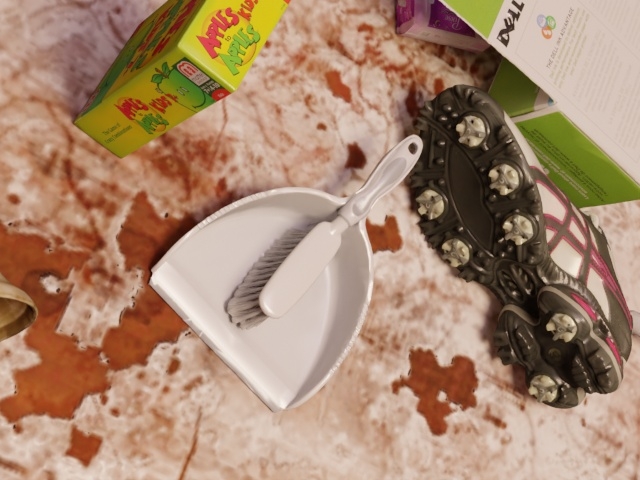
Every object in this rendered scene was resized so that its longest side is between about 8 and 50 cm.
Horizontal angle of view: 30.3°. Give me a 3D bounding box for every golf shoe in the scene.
[{"bbox_3d":[0.162,-0.004,0.932,0.120,0.105,0.273,-39,106,-47],"label":"golf shoe"}]

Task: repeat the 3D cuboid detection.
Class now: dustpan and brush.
[{"bbox_3d":[0.000,0.000,0.844,0.147,0.060,0.211,48,62,-15],"label":"dustpan and brush"}]

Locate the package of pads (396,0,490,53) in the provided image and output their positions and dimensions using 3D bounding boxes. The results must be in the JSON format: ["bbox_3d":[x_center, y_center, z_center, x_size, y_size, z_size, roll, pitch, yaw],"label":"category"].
[{"bbox_3d":[0.101,-0.183,0.951,0.083,0.032,0.050,7,78,-29],"label":"package of pads"}]

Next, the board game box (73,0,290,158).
[{"bbox_3d":[-0.087,-0.117,0.743,0.043,0.181,0.092,37,65,-19],"label":"board game box"}]

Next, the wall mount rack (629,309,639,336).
[{"bbox_3d":[0.327,0.234,0.962,0.304,0.130,0.350,48,62,-18],"label":"wall mount rack"}]

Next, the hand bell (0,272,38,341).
[{"bbox_3d":[-0.251,-0.060,0.704,0.126,0.126,0.242,-4,70,-30],"label":"hand bell"}]

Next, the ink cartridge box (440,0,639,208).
[{"bbox_3d":[0.185,-0.174,0.948,0.255,0.097,0.189,36,65,-25],"label":"ink cartridge box"}]
